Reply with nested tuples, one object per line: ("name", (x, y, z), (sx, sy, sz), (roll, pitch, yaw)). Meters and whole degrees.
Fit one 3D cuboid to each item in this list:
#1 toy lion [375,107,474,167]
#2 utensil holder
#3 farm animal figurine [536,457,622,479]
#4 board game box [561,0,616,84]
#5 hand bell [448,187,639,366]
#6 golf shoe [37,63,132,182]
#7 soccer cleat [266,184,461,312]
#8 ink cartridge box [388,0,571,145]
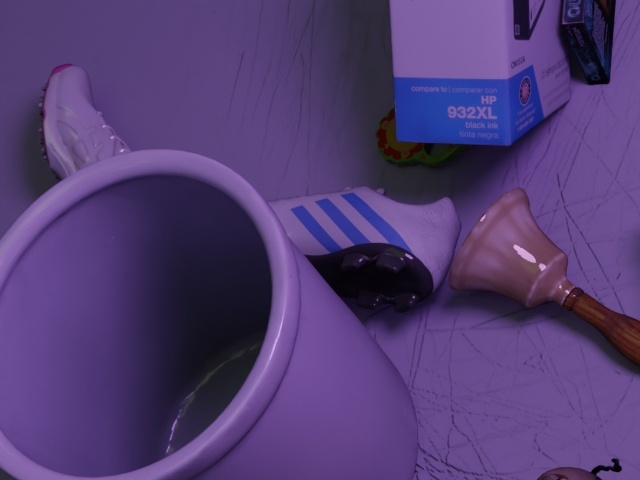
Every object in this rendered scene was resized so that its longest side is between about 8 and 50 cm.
("toy lion", (0.112, -0.118, 1.826), (0.096, 0.034, 0.100), (-43, 56, 7))
("utensil holder", (-0.109, 0.145, 1.571), (0.328, 0.385, 0.327), (-10, 61, 18))
("farm animal figurine", (0.151, 0.317, 1.480), (0.327, 0.172, 0.330), (-39, 88, -6))
("board game box", (0.294, -0.280, 1.770), (0.026, 0.126, 0.186), (-2, 63, 23))
("hand bell", (0.261, 0.064, 1.639), (0.242, 0.126, 0.126), (36, 82, 20))
("golf shoe", (-0.253, -0.077, 1.930), (0.140, 0.115, 0.306), (-13, 66, 5))
("soccer cleat", (0.000, 0.000, 1.780), (0.331, 0.116, 0.143), (6, 43, 30))
("ink cartridge box", (0.165, -0.272, 1.678), (0.129, 0.223, 0.307), (4, 109, 26))
